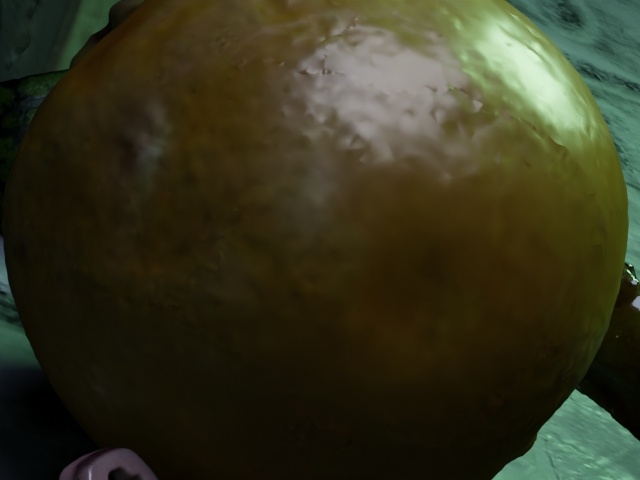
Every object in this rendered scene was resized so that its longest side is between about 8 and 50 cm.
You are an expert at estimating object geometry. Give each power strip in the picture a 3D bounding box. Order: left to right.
[{"bbox_3d":[-0.163,-0.157,1.403,0.139,0.140,0.224,6,28,-41],"label":"power strip"}]

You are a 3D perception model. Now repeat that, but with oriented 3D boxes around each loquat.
[{"bbox_3d":[0.000,0.000,0.987,0.328,0.328,0.328,21,23,-9],"label":"loquat"}]

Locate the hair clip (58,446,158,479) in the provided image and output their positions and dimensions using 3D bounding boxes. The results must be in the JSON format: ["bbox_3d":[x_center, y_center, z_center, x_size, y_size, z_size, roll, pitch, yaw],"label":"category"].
[{"bbox_3d":[-0.104,0.175,0.871,0.138,0.102,0.123,60,28,-1],"label":"hair clip"}]

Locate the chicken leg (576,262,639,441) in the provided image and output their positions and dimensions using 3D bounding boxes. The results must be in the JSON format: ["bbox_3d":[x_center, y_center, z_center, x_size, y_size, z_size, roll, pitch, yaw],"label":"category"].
[{"bbox_3d":[0.264,0.163,1.070,0.140,0.211,0.361,-26,47,-20],"label":"chicken leg"}]

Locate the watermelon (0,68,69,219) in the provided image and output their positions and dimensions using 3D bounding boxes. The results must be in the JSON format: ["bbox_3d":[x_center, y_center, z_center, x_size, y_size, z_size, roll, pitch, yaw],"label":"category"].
[{"bbox_3d":[-0.104,-0.024,1.259,0.303,0.159,0.128,8,66,-32],"label":"watermelon"}]
